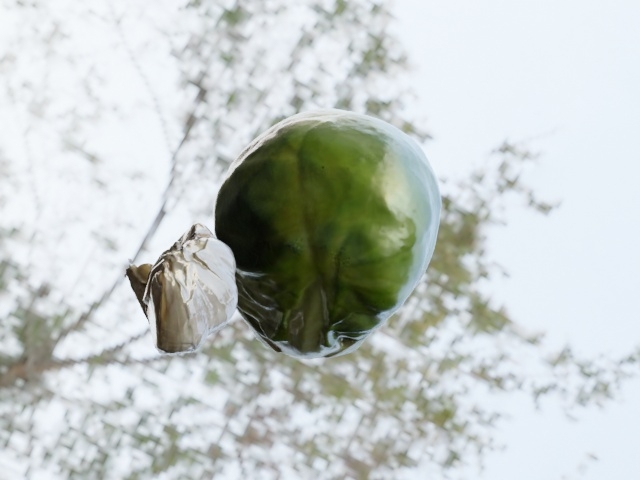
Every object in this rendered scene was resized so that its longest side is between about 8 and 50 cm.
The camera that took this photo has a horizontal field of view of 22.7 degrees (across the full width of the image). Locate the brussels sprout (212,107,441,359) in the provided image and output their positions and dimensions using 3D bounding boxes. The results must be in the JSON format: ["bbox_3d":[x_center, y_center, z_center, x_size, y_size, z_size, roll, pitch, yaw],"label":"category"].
[{"bbox_3d":[0.000,0.000,1.553,0.210,0.219,0.271,-64,167,-55],"label":"brussels sprout"}]

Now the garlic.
[{"bbox_3d":[-0.098,0.033,1.187,0.094,0.074,0.113,127,-30,-47],"label":"garlic"}]
